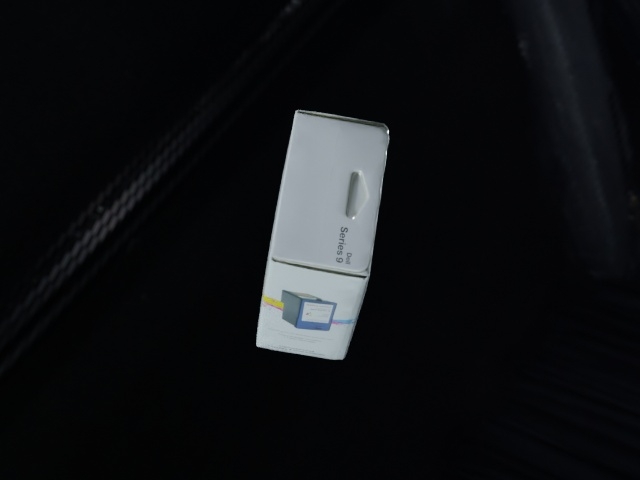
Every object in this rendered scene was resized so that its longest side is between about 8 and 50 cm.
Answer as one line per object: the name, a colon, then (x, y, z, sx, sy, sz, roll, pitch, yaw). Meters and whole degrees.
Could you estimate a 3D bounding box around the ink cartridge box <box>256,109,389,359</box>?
ink cartridge box: (0.000, 0.000, 1.266, 0.212, 0.093, 0.154, 107, 172, -65)
